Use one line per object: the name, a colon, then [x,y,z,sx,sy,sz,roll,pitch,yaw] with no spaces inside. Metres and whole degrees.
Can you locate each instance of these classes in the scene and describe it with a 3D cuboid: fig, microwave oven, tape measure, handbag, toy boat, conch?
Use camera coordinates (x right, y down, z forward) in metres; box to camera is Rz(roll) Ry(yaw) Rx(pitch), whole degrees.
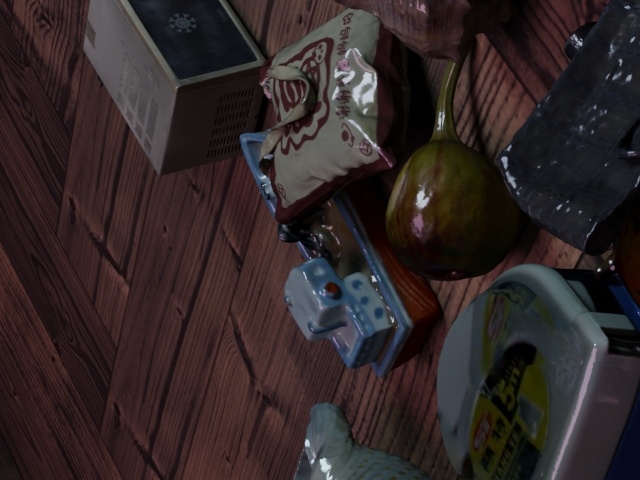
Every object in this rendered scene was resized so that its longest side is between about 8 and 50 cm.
fig: [0.129,-0.084,1.925,0.149,0.149,0.245,160,112,-64]
microwave oven: [-0.184,-0.227,2.416,0.240,0.145,0.194,57,152,31]
tape measure: [0.223,0.149,1.774,0.262,0.138,0.259,50,130,52]
handbag: [0.019,-0.144,2.068,0.235,0.127,0.213,-27,61,55]
handbag: [0.258,-0.103,1.546,0.088,0.270,0.175,41,171,-23]
toy boat: [0.000,0.000,2.199,0.332,0.133,0.145,61,152,25]
conch: [0.060,0.367,2.216,0.303,0.215,0.319,129,152,-53]
conch: [0.076,-0.270,1.837,0.178,0.245,0.163,-103,28,-76]

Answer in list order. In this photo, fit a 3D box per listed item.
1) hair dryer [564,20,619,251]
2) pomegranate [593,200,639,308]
hair dryer: [0.269,-0.076,1.732,0.173,0.050,0.195,58,154,34]
pomegranate: [0.332,0.013,1.536,0.220,0.156,0.156,17,120,54]
